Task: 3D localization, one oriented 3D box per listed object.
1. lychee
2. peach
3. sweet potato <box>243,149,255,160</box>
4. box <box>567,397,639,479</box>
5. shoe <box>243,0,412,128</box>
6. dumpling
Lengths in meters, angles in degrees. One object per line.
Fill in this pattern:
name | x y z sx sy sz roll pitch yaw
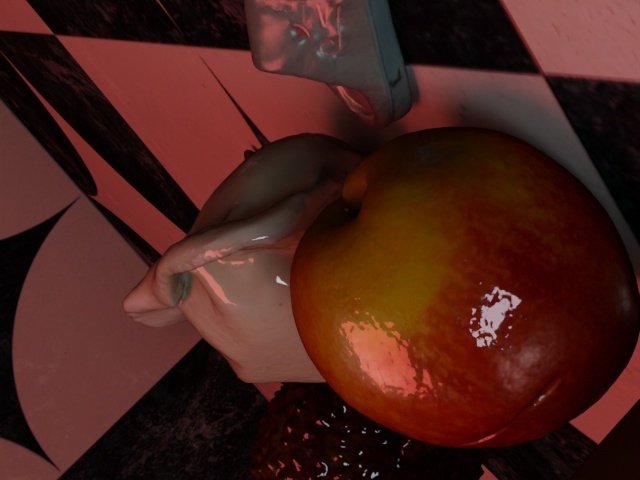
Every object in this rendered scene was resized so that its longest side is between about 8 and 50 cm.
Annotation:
lychee | 0.052 0.239 1.151 0.264 0.264 0.300 47 134 -7
peach | 0.085 0.031 0.620 0.192 0.190 0.190 43 167 -6
sweet potato | 0.001 0.001 1.047 0.249 0.059 0.069 39 -174 10
box | 0.273 0.199 0.435 0.339 0.239 0.229 46 169 -3
shoe | -0.004 -0.127 0.640 0.079 0.078 0.195 35 167 39
dumpling | -0.044 0.017 0.840 0.243 0.187 0.318 -9 158 22
